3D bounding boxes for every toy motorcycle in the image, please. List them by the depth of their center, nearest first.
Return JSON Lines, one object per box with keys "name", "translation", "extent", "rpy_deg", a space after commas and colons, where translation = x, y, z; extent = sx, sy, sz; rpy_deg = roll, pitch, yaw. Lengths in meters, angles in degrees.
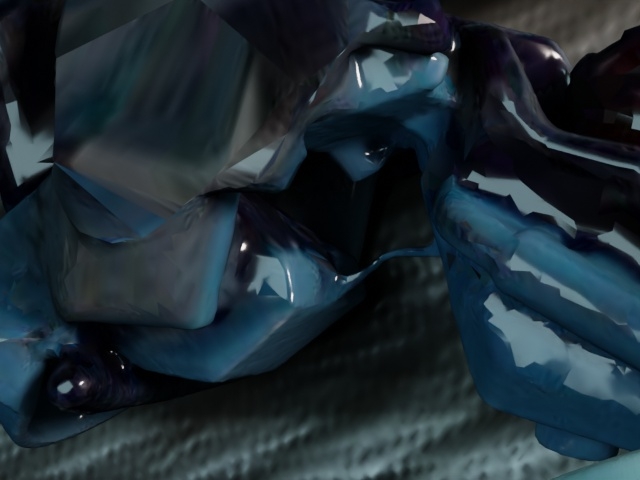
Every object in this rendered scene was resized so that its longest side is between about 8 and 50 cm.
{"name": "toy motorcycle", "translation": [0.000, 0.000, 0.644], "extent": [0.416, 0.172, 0.232], "rpy_deg": [15, 98, 24]}

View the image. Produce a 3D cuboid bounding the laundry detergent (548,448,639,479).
{"name": "laundry detergent", "translation": [0.166, 0.198, 0.409], "extent": [0.287, 0.287, 0.305], "rpy_deg": [-19, 72, 30]}
